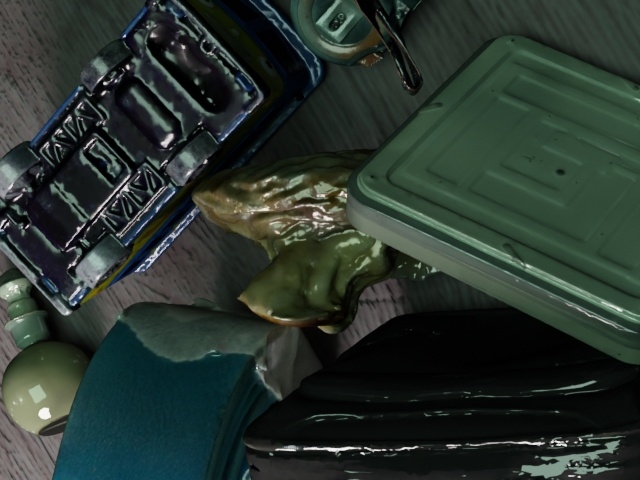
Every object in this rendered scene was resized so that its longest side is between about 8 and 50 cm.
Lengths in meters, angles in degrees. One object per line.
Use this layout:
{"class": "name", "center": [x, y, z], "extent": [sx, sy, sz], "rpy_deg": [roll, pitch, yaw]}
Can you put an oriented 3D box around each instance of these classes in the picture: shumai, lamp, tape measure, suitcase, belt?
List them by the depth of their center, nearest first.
{"class": "lamp", "center": [0.189, -0.042, 1.438], "extent": [0.266, 0.269, 0.047], "rpy_deg": [25, 134, 20]}
{"class": "suitcase", "center": [0.144, 0.165, 1.454], "extent": [0.345, 0.339, 0.188], "rpy_deg": [-4, 102, 26]}
{"class": "tape measure", "center": [0.023, -0.168, 1.542], "extent": [0.104, 0.180, 0.107], "rpy_deg": [29, 122, -18]}
{"class": "shumai", "center": [0.000, 0.000, 1.550], "extent": [0.209, 0.161, 0.153], "rpy_deg": [-5, 82, 7]}
{"class": "belt", "center": [-0.109, 0.271, 1.613], "extent": [0.173, 0.300, 0.437], "rpy_deg": [12, 96, 22]}
{"class": "lamp", "center": [-0.269, 0.100, 1.786], "extent": [0.091, 0.091, 0.163], "rpy_deg": [-30, 72, 27]}

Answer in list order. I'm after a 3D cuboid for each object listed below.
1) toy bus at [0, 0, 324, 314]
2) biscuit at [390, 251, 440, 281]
{"class": "toy bus", "center": [-0.150, -0.087, 1.634], "extent": [0.138, 0.175, 0.288], "rpy_deg": [46, 115, 4]}
{"class": "biscuit", "center": [0.155, -0.034, 1.577], "extent": [0.289, 0.038, 0.141], "rpy_deg": [1, 96, 29]}
